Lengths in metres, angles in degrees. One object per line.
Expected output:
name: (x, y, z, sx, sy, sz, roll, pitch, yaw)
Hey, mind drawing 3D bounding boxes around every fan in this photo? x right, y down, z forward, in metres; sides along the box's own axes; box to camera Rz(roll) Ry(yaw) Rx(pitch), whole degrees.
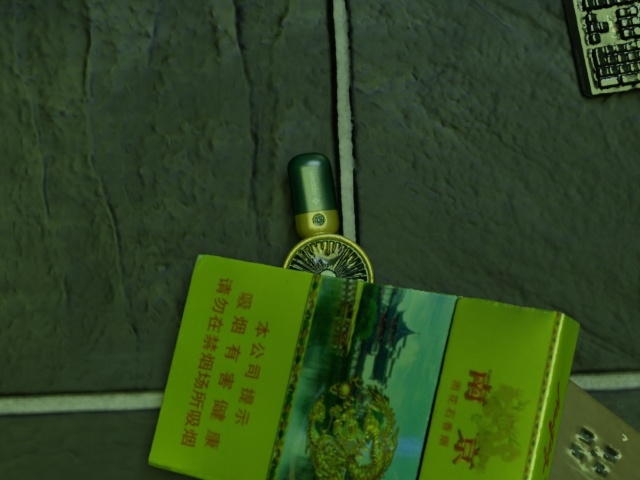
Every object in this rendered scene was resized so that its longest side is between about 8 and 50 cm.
fan: (0.000, 0.000, 1.294, 0.082, 0.039, 0.155, -6, 84, -7)

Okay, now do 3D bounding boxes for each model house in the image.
model house: (0.166, 0.261, 1.209, 0.176, 0.181, 0.248, 37, 75, -2)

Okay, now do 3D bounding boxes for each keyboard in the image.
keyboard: (0.263, -0.248, 1.366, 0.093, 0.025, 0.230, -11, 85, -6)

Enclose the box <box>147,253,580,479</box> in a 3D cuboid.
box: (0.027, 0.124, 1.184, 0.335, 0.047, 0.187, 9, 82, 30)
